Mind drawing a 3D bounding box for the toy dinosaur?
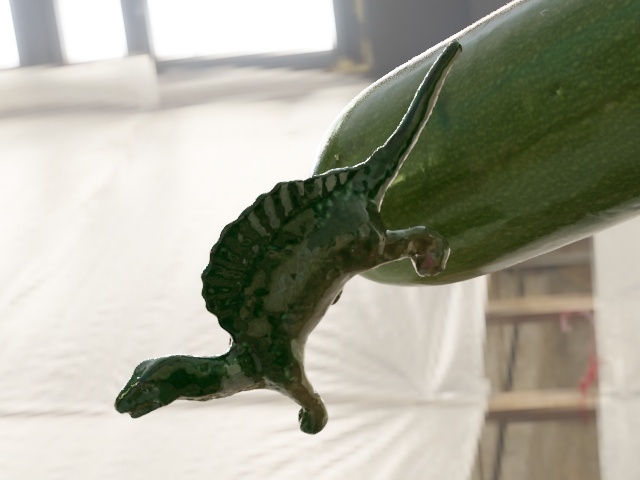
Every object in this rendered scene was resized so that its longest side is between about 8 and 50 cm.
[{"bbox_3d":[0.000,0.001,0.405,0.029,0.119,0.060,38,-175,39],"label":"toy dinosaur"}]

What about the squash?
[{"bbox_3d":[0.135,-0.071,0.587,0.379,0.101,0.101,-28,-176,36],"label":"squash"}]
